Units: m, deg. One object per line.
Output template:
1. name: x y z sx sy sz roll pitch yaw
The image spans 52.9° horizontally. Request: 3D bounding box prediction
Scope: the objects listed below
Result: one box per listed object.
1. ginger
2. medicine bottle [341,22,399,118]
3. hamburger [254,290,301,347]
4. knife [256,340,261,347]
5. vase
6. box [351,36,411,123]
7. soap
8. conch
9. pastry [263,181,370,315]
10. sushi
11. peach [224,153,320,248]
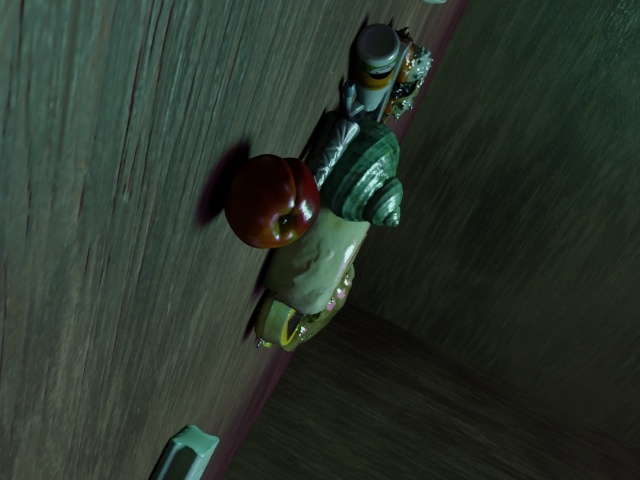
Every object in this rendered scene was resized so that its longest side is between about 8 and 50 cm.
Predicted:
1. ginger: -0.003 0.134 1.513 0.270 0.123 0.219 -41 -179 11
2. medicine bottle: 0.070 -0.247 0.996 0.092 0.061 0.220 -38 172 -5
3. hamburger: -0.087 0.151 1.291 0.141 0.082 0.126 87 26 -55
4. knife: -0.100 0.183 1.637 0.247 0.018 0.035 -56 174 -44
5. vase: -0.004 -0.104 0.938 0.167 0.059 0.059 -62 175 -12
6. box: 0.098 -0.267 1.146 0.039 0.055 0.218 -56 171 -39
7. soap: -0.254 0.422 1.085 0.198 0.067 0.119 -63 173 0
8. conch: 0.073 -0.111 1.045 0.176 0.122 0.188 42 47 -68
9. pastry: 0.001 0.008 1.174 0.264 0.133 0.265 -63 179 -2
10. sushi: 0.145 -0.303 1.200 0.226 0.103 0.097 113 -10 -53
11. peach: -0.051 -0.042 0.644 0.100 0.101 0.100 -62 175 -10
